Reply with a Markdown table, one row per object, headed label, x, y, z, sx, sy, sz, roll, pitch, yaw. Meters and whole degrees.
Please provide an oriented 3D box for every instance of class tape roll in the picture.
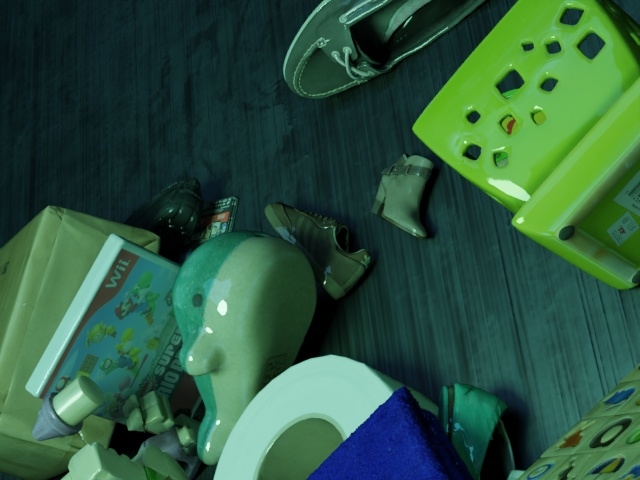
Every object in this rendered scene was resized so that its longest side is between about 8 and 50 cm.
| label | x | y | z | sx | sy | sz | roll | pitch | yaw |
| --- | --- | --- | --- | --- | --- | --- | --- | --- | --- |
| tape roll | 0.011 | 0.270 | 1.658 | 0.286 | 0.100 | 0.286 | -27 | 48 | 35 |

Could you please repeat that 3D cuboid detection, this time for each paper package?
| label | x | y | z | sx | sy | sz | roll | pitch | yaw |
| --- | --- | --- | --- | --- | --- | --- | --- | --- | --- |
| paper package | -0.362 | 0.142 | 2.021 | 0.325 | 0.168 | 0.310 | -31 | 41 | 60 |

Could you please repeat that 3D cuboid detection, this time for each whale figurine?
| label | x | y | z | sx | sy | sz | roll | pitch | yaw |
| --- | --- | --- | --- | --- | --- | --- | --- | --- | --- |
| whale figurine | -0.106 | 0.119 | 1.795 | 0.141 | 0.216 | 0.272 | 19 | 107 | 30 |

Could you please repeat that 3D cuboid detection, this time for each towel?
| label | x | y | z | sx | sy | sz | roll | pitch | yaw |
| --- | --- | --- | --- | --- | --- | --- | --- | --- | --- |
| towel | 0.016 | 0.306 | 1.472 | 0.308 | 0.076 | 0.228 | -46 | 40 | 10 |

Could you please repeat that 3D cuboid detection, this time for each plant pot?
| label | x | y | z | sx | sy | sz | roll | pitch | yaw |
| --- | --- | --- | --- | --- | --- | --- | --- | --- | --- |
| plant pot | 0.268 | -0.096 | 1.511 | 0.227 | 0.228 | 0.207 | -49 | 46 | 13 |

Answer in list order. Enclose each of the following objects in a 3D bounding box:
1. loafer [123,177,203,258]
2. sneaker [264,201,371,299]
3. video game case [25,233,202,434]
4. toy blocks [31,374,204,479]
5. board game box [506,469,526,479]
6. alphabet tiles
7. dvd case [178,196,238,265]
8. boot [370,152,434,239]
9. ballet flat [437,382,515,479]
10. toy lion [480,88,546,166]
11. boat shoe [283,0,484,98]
| label | x | y | z | sx | sy | sz | roll | pitch | yaw |
| --- | --- | --- | --- | --- | --- | --- | --- | --- | --- |
| loafer | -0.230 | -0.012 | 2.116 | 0.223 | 0.076 | 0.078 | -36 | 29 | 42 |
| sneaker | 0.000 | 0.000 | 1.881 | 0.071 | 0.066 | 0.188 | -40 | 45 | -1 |
| video game case | -0.207 | 0.123 | 1.845 | 0.025 | 0.285 | 0.204 | 29 | 89 | 35 |
| toy blocks | -0.261 | 0.349 | 1.753 | 0.260 | 0.288 | 0.309 | -40 | 46 | 16 |
| board game box | 0.200 | 0.354 | 1.298 | 0.302 | 0.086 | 0.308 | -67 | 12 | -11 |
| alphabet tiles | 0.297 | 0.144 | 1.299 | 0.342 | 0.011 | 0.285 | -38 | 5 | -25 |
| dvd case | -0.154 | 0.003 | 2.075 | 0.087 | 0.013 | 0.120 | -12 | 57 | 44 |
| boot | 0.106 | -0.056 | 1.803 | 0.087 | 0.042 | 0.118 | -58 | 39 | 0 |
| ballet flat | 0.148 | 0.260 | 1.524 | 0.087 | 0.083 | 0.247 | 9 | 66 | 3 |
| toy lion | 0.226 | -0.129 | 1.728 | 0.096 | 0.034 | 0.100 | -23 | 50 | 28 |
| boat shoe | 0.086 | -0.273 | 1.905 | 0.335 | 0.112 | 0.096 | -37 | 39 | 22 |
